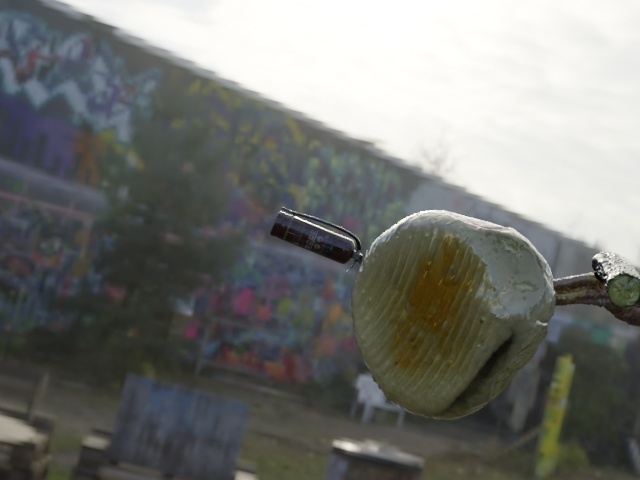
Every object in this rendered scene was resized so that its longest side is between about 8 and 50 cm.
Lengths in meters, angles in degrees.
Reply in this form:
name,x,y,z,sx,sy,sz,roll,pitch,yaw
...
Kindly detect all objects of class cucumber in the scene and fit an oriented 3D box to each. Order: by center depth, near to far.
name,x,y,z,sx,sy,sz,roll,pitch,yaw
cucumber,0.443,0.055,2.096,0.058,0.058,0.187,14,11,1

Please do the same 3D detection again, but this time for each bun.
name,x,y,z,sx,sy,sz,roll,pitch,yaw
bun,0.154,0.084,1.568,0.243,0.244,0.153,11,10,41

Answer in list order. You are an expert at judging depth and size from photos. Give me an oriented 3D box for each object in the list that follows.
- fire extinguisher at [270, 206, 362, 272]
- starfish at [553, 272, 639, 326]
name,x,y,z,sx,sy,sz,roll,pitch,yaw
fire extinguisher,0.000,0.000,2.239,0.158,0.064,0.043,22,6,-3
starfish,0.591,0.114,2.192,0.398,0.383,0.132,51,15,1
